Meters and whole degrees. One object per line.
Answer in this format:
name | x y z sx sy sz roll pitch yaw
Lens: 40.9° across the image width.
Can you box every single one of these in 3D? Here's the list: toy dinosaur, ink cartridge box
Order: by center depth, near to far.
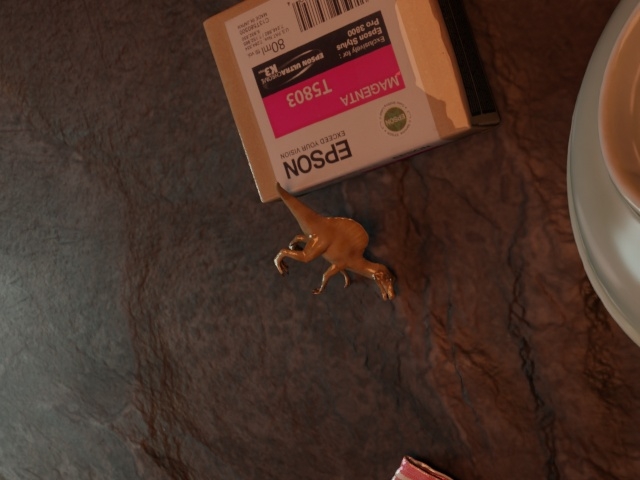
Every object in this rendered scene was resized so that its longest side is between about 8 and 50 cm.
ink cartridge box | 0.025 -0.161 0.817 0.234 0.088 0.193 -18 90 30
toy dinosaur | 0.000 0.000 0.866 0.092 0.053 0.183 -32 120 33

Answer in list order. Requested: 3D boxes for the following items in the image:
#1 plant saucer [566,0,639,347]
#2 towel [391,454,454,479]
plant saucer | 0.296 -0.094 0.557 0.400 0.100 0.400 -27 57 51
towel | 0.113 0.340 0.909 0.144 0.029 0.197 30 113 21
